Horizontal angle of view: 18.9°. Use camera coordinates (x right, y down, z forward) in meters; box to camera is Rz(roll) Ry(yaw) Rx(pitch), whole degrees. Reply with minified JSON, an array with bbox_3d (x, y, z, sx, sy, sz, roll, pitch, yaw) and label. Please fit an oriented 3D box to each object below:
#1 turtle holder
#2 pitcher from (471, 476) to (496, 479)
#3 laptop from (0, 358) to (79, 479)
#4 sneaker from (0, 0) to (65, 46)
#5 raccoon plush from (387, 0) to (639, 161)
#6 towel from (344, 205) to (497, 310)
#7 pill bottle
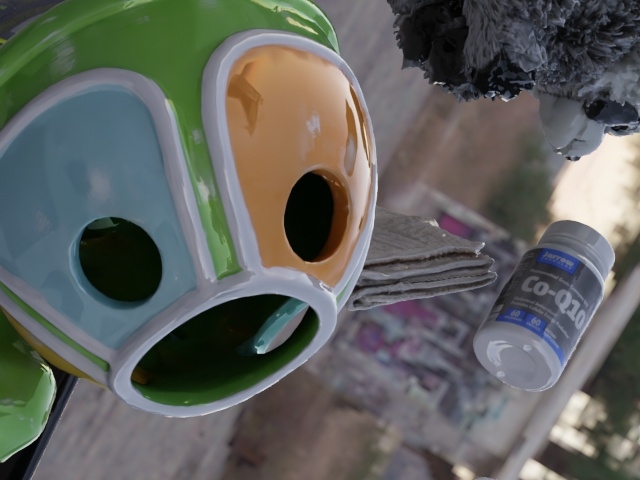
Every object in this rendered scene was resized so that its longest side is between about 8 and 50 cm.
[{"bbox_3d":[-0.117,-0.012,1.140,0.320,0.227,0.243,-23,150,3],"label":"turtle holder"},{"bbox_3d":[0.148,0.317,1.769,0.178,0.125,0.207,-41,-161,-7],"label":"pitcher"},{"bbox_3d":[-0.379,0.201,1.468,0.236,0.408,0.382,77,29,-52],"label":"laptop"},{"bbox_3d":[-0.183,-0.144,1.557,0.121,0.300,0.111,-62,156,-25],"label":"sneaker"},{"bbox_3d":[0.257,-0.270,1.638,0.299,0.216,0.446,1,130,-32],"label":"raccoon plush"},{"bbox_3d":[0.000,0.000,1.689,0.187,0.282,0.049,-7,107,-44],"label":"towel"},{"bbox_3d":[0.190,0.052,1.609,0.137,0.078,0.078,-56,175,-33],"label":"pill bottle"}]
